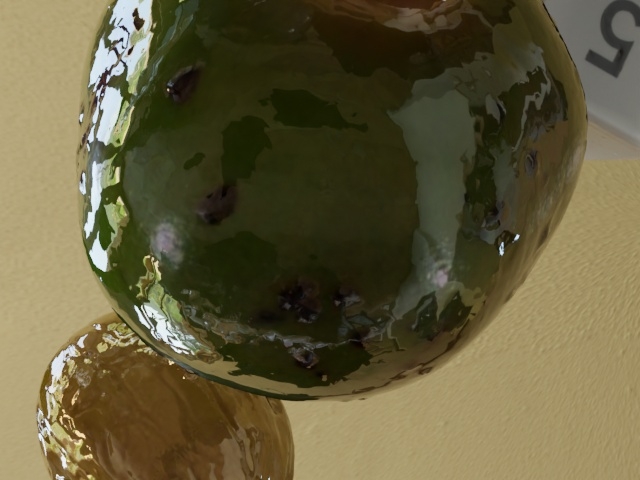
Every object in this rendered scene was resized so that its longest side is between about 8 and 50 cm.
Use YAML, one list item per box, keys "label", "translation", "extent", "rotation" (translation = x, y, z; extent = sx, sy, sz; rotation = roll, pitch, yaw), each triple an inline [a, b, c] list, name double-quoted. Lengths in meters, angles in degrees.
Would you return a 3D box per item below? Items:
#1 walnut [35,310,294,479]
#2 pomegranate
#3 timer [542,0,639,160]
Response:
- label: "walnut"
  translation: [-0.119, 0.155, 0.898]
  extent: [0.193, 0.193, 0.226]
  rotation: [-51, -119, 12]
- label: "pomegranate"
  translation: [-0.006, -0.074, 0.586]
  extent: [0.290, 0.323, 0.291]
  rotation: [-4, -118, 8]
- label: "timer"
  translation: [0.247, -0.203, 1.136]
  extent: [0.194, 0.192, 0.195]
  rotation: [26, -94, -16]
